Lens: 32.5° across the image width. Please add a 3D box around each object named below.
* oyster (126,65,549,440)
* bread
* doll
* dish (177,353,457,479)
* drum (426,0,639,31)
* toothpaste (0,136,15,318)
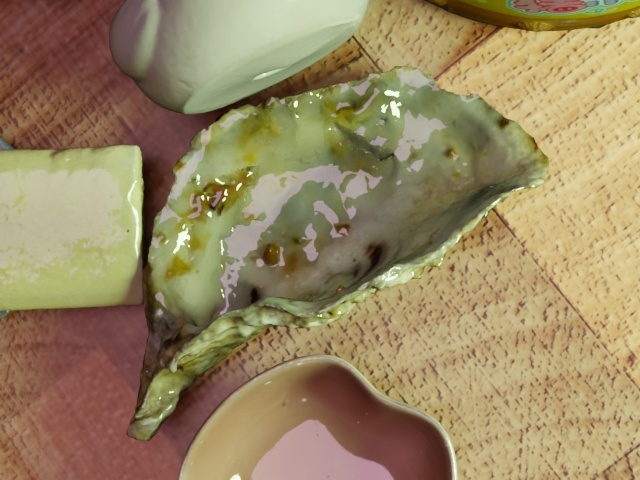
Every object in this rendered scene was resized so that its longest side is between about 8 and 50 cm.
[{"bbox_3d":[-0.021,-0.014,0.886,0.396,0.111,0.204,-30,65,7],"label":"oyster"},{"bbox_3d":[-0.232,-0.009,0.908,0.178,0.060,0.139,0,94,-3],"label":"bread"},{"bbox_3d":[-0.080,-0.218,0.836,0.221,0.251,0.221,2,84,-18],"label":"doll"},{"bbox_3d":[0.002,0.195,0.862,0.213,0.090,0.213,-1,84,7],"label":"dish"},{"bbox_3d":[0.179,-0.379,0.795,0.431,0.214,0.430,0,88,6],"label":"drum"},{"bbox_3d":[-0.367,-0.102,0.958,0.371,0.080,0.125,44,90,1],"label":"toothpaste"}]
